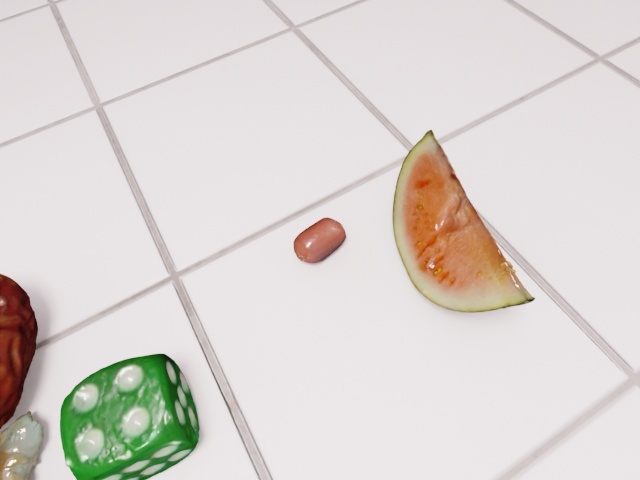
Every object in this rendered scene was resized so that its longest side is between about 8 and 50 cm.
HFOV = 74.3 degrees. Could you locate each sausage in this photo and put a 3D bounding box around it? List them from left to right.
[{"bbox_3d":[0.000,0.000,0.697,0.094,0.059,0.054,-35,76,-21],"label":"sausage"}]

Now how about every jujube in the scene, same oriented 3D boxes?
[{"bbox_3d":[-0.490,0.161,0.571,0.174,0.174,0.250,-4,56,1],"label":"jujube"}]

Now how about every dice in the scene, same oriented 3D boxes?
[{"bbox_3d":[-0.233,0.228,0.534,0.128,0.131,0.120,-22,60,-11],"label":"dice"}]

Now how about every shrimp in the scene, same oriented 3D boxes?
[{"bbox_3d":[-0.350,0.300,0.545,0.166,0.049,0.161,-4,57,1],"label":"shrimp"}]

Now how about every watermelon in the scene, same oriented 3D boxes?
[{"bbox_3d":[0.218,-0.005,0.652,0.128,0.159,0.303,4,52,-29],"label":"watermelon"}]
